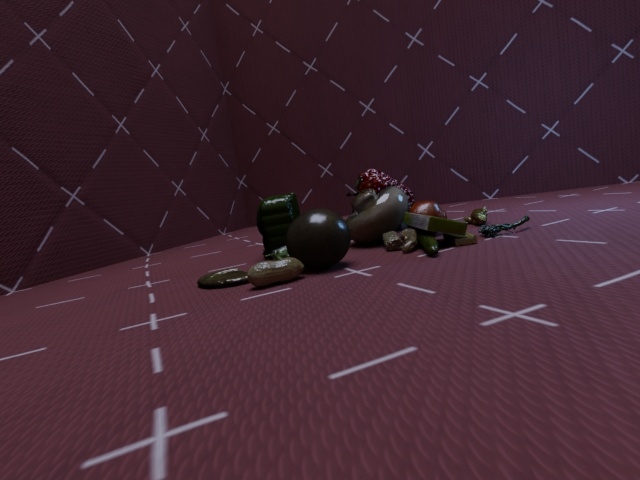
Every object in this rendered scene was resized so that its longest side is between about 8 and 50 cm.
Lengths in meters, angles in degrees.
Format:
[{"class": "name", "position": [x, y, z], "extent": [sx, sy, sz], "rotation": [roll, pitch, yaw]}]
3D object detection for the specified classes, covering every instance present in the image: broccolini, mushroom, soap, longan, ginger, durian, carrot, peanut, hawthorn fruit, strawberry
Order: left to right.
[{"class": "peanut", "position": [-0.162, 0.114, 1.481], "extent": [0.215, 0.090, 0.099], "rotation": [-8, -3, -20]}, {"class": "durian", "position": [-0.123, 0.066, 1.753], "extent": [0.216, 0.100, 0.086], "rotation": [-19, 9, -16]}, {"class": "longan", "position": [-0.009, -0.009, 1.629], "extent": [0.259, 0.257, 0.258], "rotation": [-8, 7, 1]}, {"class": "mushroom", "position": [0.265, -0.152, 2.067], "extent": [0.362, 0.294, 0.362], "rotation": [-38, 3, 2]}, {"class": "strawberry", "position": [0.369, -0.243, 2.365], "extent": [0.346, 0.317, 0.295], "rotation": [10, -19, 14]}, {"class": "ginger", "position": [0.380, -0.006, 1.740], "extent": [0.070, 0.051, 0.173], "rotation": [-11, 22, 17]}, {"class": "hawthorn fruit", "position": [0.516, -0.093, 2.042], "extent": [0.197, 0.196, 0.225], "rotation": [0, 36, 48]}, {"class": "carrot", "position": [0.443, 0.006, 1.685], "extent": [0.074, 0.074, 0.358], "rotation": [-8, 9, 7]}, {"class": "soap", "position": [0.608, -0.016, 1.786], "extent": [0.092, 0.036, 0.252], "rotation": [-7, 7, 6]}, {"class": "ginger", "position": [0.857, -0.130, 2.191], "extent": [0.115, 0.081, 0.205], "rotation": [-14, 6, -2]}, {"class": "broccolini", "position": [0.824, -0.067, 1.831], "extent": [0.272, 0.062, 0.123], "rotation": [-17, 25, -21]}]

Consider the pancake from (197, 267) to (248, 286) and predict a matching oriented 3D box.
[{"class": "pancake", "position": [-0.361, 0.146, 1.672], "extent": [0.287, 0.033, 0.288], "rotation": [-11, 8, -14]}]

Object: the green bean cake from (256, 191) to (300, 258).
[{"class": "green bean cake", "position": [-0.212, -0.083, 2.137], "extent": [0.219, 0.318, 0.335], "rotation": [-9, 7, 3]}]

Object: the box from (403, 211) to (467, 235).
[{"class": "box", "position": [0.494, -0.075, 1.776], "extent": [0.176, 0.062, 0.260], "rotation": [8, 6, -11]}]

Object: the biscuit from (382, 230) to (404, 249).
[{"class": "biscuit", "position": [0.329, 0.003, 1.846], "extent": [0.082, 0.070, 0.168], "rotation": [-15, 11, 6]}]

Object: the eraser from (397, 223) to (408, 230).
[{"class": "eraser", "position": [0.535, -0.118, 2.478], "extent": [0.227, 0.081, 0.174], "rotation": [-11, 11, -23]}]

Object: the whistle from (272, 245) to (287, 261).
[{"class": "whistle", "position": [-0.060, 0.024, 1.876], "extent": [0.347, 0.133, 0.142], "rotation": [-20, -32, -33]}]
